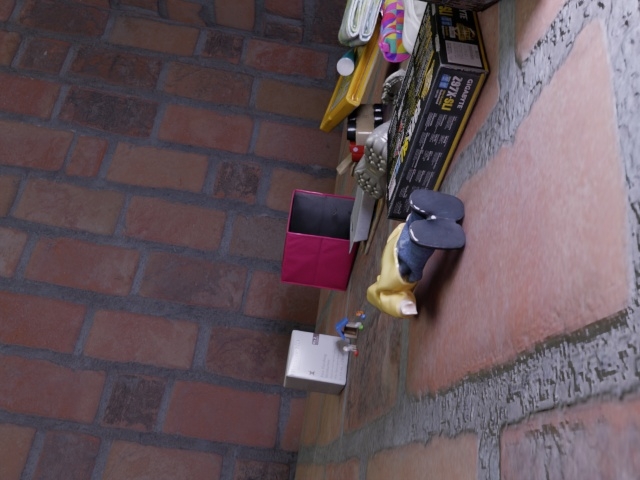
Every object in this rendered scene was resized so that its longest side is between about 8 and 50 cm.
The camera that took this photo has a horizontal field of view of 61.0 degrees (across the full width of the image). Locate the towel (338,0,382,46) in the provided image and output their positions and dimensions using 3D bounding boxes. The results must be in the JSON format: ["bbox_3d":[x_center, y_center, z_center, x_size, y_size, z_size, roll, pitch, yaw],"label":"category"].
[{"bbox_3d":[0.134,-0.746,1.605,0.374,0.090,0.320,-97,24,-72],"label":"towel"}]

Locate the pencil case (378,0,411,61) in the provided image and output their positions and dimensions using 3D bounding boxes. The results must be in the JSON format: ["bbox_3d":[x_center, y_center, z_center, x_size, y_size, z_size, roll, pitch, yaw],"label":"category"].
[{"bbox_3d":[0.209,-0.590,1.490,0.104,0.105,0.236,103,174,-48],"label":"pencil case"}]

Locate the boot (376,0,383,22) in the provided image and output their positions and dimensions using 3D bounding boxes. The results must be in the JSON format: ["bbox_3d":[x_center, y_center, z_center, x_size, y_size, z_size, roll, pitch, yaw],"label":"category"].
[{"bbox_3d":[0.230,-0.763,1.793,0.283,0.109,0.220,-99,13,-57],"label":"boot"}]

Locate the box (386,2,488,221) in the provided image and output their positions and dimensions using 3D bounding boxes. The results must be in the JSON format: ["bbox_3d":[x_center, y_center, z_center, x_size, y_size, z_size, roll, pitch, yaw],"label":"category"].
[{"bbox_3d":[0.189,-0.230,0.960,0.322,0.079,0.257,103,174,-47],"label":"box"}]

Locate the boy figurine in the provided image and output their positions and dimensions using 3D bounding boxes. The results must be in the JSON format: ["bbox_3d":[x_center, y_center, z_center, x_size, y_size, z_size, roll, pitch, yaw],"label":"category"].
[{"bbox_3d":[0.139,0.052,0.865,0.285,0.092,0.177,103,175,-54],"label":"boy figurine"}]

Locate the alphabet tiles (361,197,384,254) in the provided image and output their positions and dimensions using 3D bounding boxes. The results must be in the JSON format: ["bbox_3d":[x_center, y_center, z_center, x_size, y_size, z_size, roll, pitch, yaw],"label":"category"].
[{"bbox_3d":[0.167,-0.134,1.656,0.342,0.011,0.285,103,176,-48],"label":"alphabet tiles"}]

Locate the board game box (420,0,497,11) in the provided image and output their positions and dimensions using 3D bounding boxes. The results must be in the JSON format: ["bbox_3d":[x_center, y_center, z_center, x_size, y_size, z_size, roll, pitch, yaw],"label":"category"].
[{"bbox_3d":[0.206,-0.449,0.696,0.291,0.141,0.232,-93,13,-76],"label":"board game box"}]

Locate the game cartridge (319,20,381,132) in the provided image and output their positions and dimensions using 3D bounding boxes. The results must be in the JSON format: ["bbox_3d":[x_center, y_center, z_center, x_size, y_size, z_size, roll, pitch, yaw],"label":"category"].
[{"bbox_3d":[0.100,-0.526,1.787,0.285,0.053,0.324,-69,14,-10],"label":"game cartridge"}]

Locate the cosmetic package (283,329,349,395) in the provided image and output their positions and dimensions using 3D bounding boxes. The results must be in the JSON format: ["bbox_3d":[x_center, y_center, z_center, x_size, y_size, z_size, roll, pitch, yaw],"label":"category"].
[{"bbox_3d":[-0.014,0.389,1.722,0.151,0.184,0.151,105,173,-61],"label":"cosmetic package"}]

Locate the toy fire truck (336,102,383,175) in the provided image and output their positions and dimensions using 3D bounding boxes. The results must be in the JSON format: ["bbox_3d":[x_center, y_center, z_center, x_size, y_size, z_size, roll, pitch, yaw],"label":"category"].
[{"bbox_3d":[0.129,-0.316,1.835,0.217,0.159,0.246,-85,-6,-51],"label":"toy fire truck"}]

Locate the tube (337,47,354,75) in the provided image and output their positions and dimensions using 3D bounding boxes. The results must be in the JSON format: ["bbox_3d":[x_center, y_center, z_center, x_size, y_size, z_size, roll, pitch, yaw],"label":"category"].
[{"bbox_3d":[0.084,-0.572,1.741,0.080,0.052,0.207,-45,15,22],"label":"tube"}]

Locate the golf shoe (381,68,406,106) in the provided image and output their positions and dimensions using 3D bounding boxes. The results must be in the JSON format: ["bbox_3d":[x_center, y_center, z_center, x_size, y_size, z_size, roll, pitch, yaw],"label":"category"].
[{"bbox_3d":[0.202,-0.423,1.434,0.176,0.069,0.086,134,152,-83],"label":"golf shoe"}]

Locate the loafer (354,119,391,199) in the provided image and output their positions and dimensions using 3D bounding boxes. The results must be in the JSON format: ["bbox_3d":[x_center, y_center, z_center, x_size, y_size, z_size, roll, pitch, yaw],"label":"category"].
[{"bbox_3d":[0.157,-0.193,1.333,0.111,0.112,0.319,-44,-7,-14],"label":"loafer"}]

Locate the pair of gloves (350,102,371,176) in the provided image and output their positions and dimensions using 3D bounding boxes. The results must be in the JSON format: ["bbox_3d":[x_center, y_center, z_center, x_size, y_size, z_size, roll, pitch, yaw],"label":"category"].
[{"bbox_3d":[0.168,-0.393,2.152,0.240,0.042,0.204,106,177,-46],"label":"pair of gloves"}]

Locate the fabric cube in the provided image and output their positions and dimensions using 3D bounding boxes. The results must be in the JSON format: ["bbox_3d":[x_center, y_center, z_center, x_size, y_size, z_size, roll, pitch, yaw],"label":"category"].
[{"bbox_3d":[0.000,0.000,2.025,0.254,0.259,0.258,-85,4,-49],"label":"fabric cube"}]

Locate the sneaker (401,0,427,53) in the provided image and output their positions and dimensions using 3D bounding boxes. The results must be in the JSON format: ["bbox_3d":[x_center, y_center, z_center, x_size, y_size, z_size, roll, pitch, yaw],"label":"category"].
[{"bbox_3d":[0.225,-0.548,1.114,0.169,0.108,0.292,111,158,-67],"label":"sneaker"}]

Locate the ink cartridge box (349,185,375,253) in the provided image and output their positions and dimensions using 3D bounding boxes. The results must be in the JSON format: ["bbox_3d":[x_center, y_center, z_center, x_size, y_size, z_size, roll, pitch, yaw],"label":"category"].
[{"bbox_3d":[0.131,-0.104,1.674,0.223,0.045,0.223,-84,4,-55],"label":"ink cartridge box"}]

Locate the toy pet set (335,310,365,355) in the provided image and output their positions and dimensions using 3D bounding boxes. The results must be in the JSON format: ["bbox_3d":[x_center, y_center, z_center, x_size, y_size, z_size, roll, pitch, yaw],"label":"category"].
[{"bbox_3d":[0.079,0.252,1.548,0.114,0.065,0.122,-110,30,-84],"label":"toy pet set"}]
